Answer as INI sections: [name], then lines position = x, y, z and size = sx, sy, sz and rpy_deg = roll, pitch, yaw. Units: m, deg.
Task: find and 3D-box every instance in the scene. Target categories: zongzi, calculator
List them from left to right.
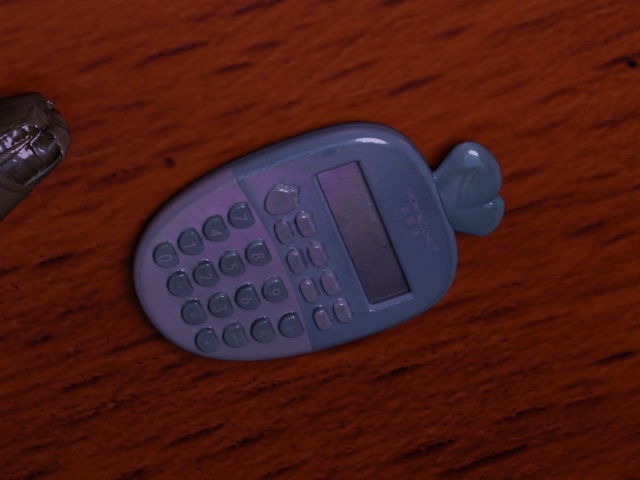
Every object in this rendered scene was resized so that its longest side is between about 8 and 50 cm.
[zongzi]
position = -0.284, -0.075, 1.344
size = 0.160, 0.078, 0.176
rpy_deg = -44, 114, 11
[calculator]
position = 0.000, 0.000, 1.450
size = 0.295, 0.042, 0.184
rpy_deg = -19, 122, 6
